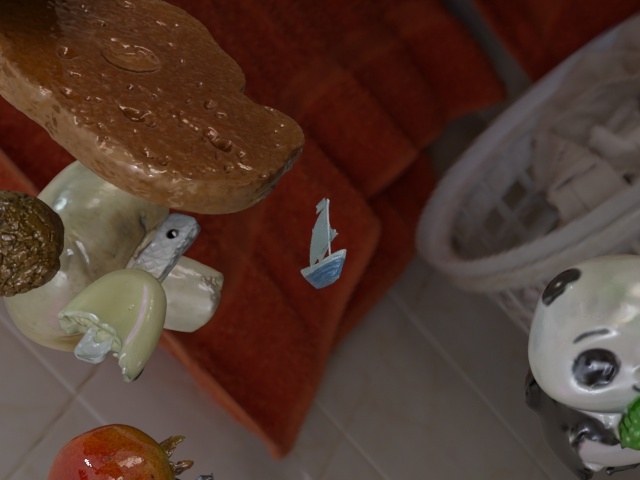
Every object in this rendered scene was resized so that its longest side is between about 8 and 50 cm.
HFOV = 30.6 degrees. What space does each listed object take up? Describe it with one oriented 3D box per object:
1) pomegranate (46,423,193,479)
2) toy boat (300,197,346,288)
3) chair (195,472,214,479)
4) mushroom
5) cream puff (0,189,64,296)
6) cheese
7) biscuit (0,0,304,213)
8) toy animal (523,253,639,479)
[{"bbox_3d":[-0.329,0.410,1.958,0.257,0.221,0.221,-28,6,-31],"label":"pomegranate"},{"bbox_3d":[-0.004,0.011,1.858,0.105,0.034,0.149,-51,44,31],"label":"toy boat"},{"bbox_3d":[-0.173,0.416,1.858,0.037,0.086,0.042,-20,-20,-7],"label":"chair"},{"bbox_3d":[-0.376,0.034,2.019,0.325,0.353,0.353,-18,27,45],"label":"mushroom"},{"bbox_3d":[-0.424,0.009,1.575,0.165,0.150,0.115,-54,1,28],"label":"cream puff"},{"bbox_3d":[-0.205,0.054,1.328,0.127,0.050,0.235,13,51,25],"label":"cheese"},{"bbox_3d":[-0.238,-0.196,1.485,0.350,0.455,0.078,-10,-40,-48],"label":"biscuit"},{"bbox_3d":[0.346,0.149,1.365,0.212,0.266,0.212,-3,52,4],"label":"toy animal"}]
